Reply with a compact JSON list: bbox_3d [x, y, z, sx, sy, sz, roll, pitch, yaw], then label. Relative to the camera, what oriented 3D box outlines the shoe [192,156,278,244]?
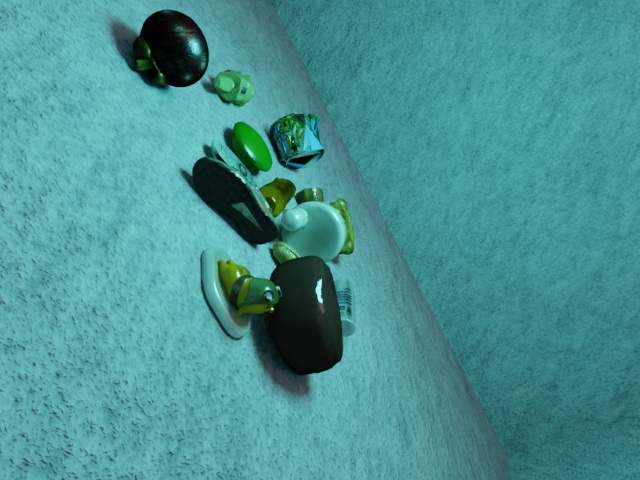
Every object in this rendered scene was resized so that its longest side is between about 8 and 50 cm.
[{"bbox_3d":[-0.247,-0.147,1.382,0.336,0.132,0.171,50,17,-35],"label":"shoe"}]

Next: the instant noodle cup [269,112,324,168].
[{"bbox_3d":[-0.098,-0.436,2.032,0.240,0.240,0.178,13,59,-65],"label":"instant noodle cup"}]

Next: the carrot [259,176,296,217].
[{"bbox_3d":[-0.160,-0.159,1.622,0.114,0.114,0.302,58,16,-12],"label":"carrot"}]

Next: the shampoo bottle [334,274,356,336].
[{"bbox_3d":[0.088,0.236,1.752,0.092,0.092,0.303,52,20,-25],"label":"shampoo bottle"}]

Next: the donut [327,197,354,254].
[{"bbox_3d":[0.075,-0.048,2.002,0.261,0.128,0.208,-87,162,-49],"label":"donut"}]

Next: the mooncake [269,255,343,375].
[{"bbox_3d":[-0.029,0.213,1.304,0.326,0.174,0.333,-44,118,-82],"label":"mooncake"}]

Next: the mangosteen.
[{"bbox_3d":[-0.446,-0.566,1.339,0.216,0.216,0.216,51,22,-29],"label":"mangosteen"}]

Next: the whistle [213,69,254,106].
[{"bbox_3d":[-0.341,-0.599,1.773,0.106,0.131,0.288,24,15,11],"label":"whistle"}]

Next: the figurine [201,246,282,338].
[{"bbox_3d":[-0.192,0.104,1.142,0.249,0.141,0.167,65,21,10],"label":"figurine"}]

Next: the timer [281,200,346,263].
[{"bbox_3d":[-0.029,-0.026,1.596,0.233,0.234,0.240,61,15,-1],"label":"timer"}]

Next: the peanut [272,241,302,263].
[{"bbox_3d":[-0.098,0.073,1.529,0.174,0.080,0.080,50,22,-19],"label":"peanut"}]

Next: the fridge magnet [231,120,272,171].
[{"bbox_3d":[-0.254,-0.343,1.677,0.208,0.088,0.208,52,20,-28],"label":"fridge magnet"}]

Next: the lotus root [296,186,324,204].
[{"bbox_3d":[-0.038,-0.180,1.967,0.122,0.112,0.081,17,55,-65],"label":"lotus root"}]

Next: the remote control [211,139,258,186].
[{"bbox_3d":[-0.286,-0.240,1.524,0.256,0.045,0.097,48,26,-43],"label":"remote control"}]
